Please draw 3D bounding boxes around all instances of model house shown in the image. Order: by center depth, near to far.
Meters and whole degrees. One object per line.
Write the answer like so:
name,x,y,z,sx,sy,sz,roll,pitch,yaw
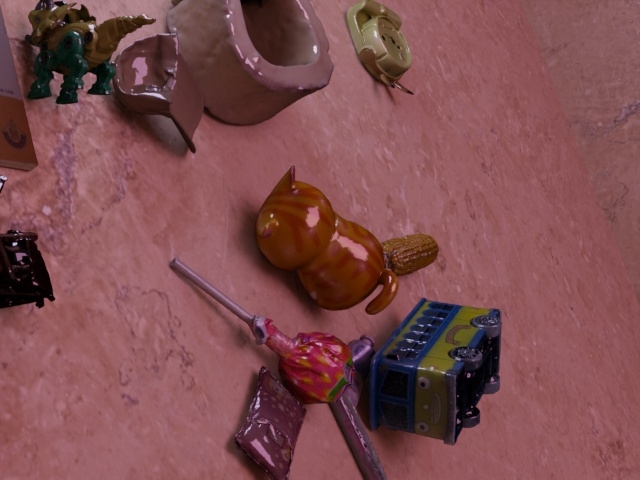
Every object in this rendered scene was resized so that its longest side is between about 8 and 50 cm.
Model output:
model house,-0.403,-0.006,1.384,0.164,0.141,0.203,-12,75,-49

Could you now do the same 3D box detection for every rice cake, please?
rice cake,0.057,0.324,1.954,0.033,0.033,0.207,-22,86,-61

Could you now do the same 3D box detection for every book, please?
book,-0.495,-0.241,1.540,0.208,0.020,0.295,7,62,-55

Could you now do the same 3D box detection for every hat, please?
hat,-0.266,-0.225,1.860,0.173,0.144,0.166,97,-4,-47

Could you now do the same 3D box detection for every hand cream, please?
hand cream,0.060,0.224,2.028,0.084,0.053,0.142,49,43,-18

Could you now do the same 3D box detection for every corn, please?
corn,0.174,0.029,2.324,0.238,0.080,0.080,-14,79,-58

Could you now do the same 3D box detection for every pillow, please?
pillow,-0.077,0.289,1.763,0.118,0.043,0.185,46,31,-18

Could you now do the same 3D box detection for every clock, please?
clock,0.150,-0.440,2.657,0.170,0.069,0.232,12,58,-54

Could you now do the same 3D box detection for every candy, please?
candy,-0.094,0.137,1.820,0.365,0.124,0.124,40,36,-21

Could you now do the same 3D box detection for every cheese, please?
cheese,-0.134,-0.368,2.075,0.292,0.153,0.332,62,28,-3

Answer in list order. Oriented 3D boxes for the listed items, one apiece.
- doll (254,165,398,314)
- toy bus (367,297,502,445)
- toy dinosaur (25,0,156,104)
doll,-0.004,0.010,1.985,0.269,0.162,0.166,33,55,-26
toy bus,0.218,0.234,2.097,0.312,0.190,0.152,-40,134,-60
toy dinosaur,-0.331,-0.272,1.623,0.094,0.259,0.153,2,93,-55
